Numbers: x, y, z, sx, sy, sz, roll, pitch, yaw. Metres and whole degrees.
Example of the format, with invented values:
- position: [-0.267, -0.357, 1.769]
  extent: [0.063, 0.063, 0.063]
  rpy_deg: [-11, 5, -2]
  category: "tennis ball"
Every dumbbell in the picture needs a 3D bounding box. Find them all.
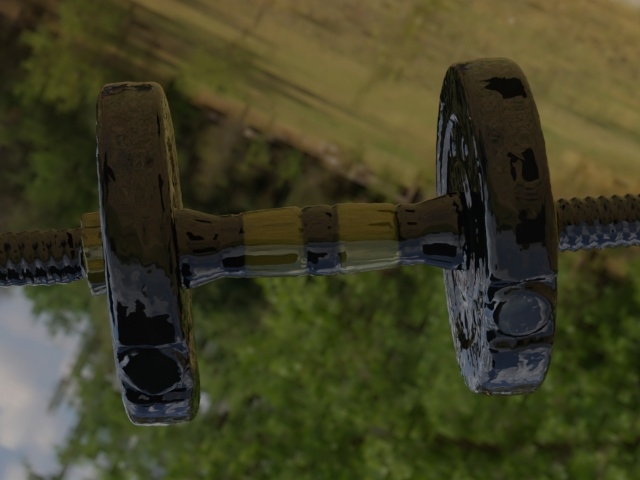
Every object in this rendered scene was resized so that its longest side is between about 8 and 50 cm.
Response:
- position: [0.000, 0.000, 0.753]
  extent: [0.325, 0.143, 0.143]
  rpy_deg: [-4, -177, -3]
  category: "dumbbell"
